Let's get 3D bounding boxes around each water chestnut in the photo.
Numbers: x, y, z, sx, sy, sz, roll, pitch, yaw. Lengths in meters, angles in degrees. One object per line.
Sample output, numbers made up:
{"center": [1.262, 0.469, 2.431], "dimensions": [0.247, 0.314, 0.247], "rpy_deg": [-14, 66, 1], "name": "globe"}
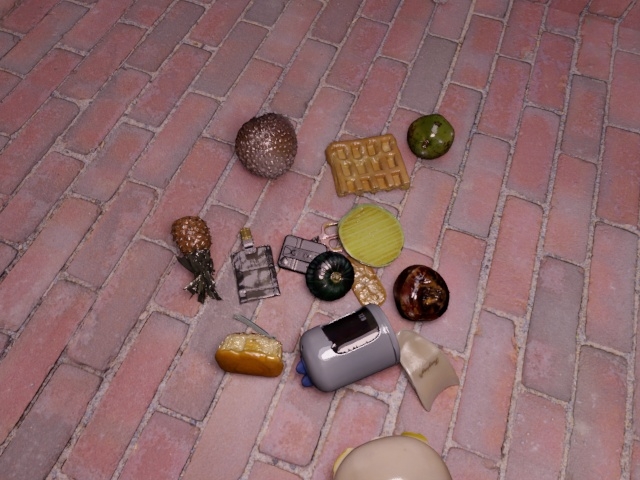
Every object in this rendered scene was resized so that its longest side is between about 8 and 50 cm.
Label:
{"center": [0.386, 0.206, 1.627], "dimensions": [0.223, 0.238, 0.224], "rpy_deg": [1, 88, -28], "name": "water chestnut"}

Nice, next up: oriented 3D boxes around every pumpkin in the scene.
{"center": [0.040, 0.139, 1.675], "dimensions": [0.202, 0.140, 0.202], "rpy_deg": [-2, 94, -26], "name": "pumpkin"}

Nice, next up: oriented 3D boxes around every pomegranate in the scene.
{"center": [0.512, -0.490, 1.997], "dimensions": [0.214, 0.214, 0.248], "rpy_deg": [21, 33, 8], "name": "pomegranate"}

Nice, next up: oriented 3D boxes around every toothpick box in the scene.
{"center": [0.082, 0.402, 1.530], "dimensions": [0.354, 0.263, 0.263], "rpy_deg": [-20, 67, -10], "name": "toothpick box"}

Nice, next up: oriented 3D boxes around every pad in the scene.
{"center": [-0.268, 0.134, 1.752], "dimensions": [0.174, 0.022, 0.233], "rpy_deg": [-12, 66, -7], "name": "pad"}

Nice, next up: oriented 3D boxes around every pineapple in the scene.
{"center": [-0.485, 0.078, 1.697], "dimensions": [0.165, 0.165, 0.365], "rpy_deg": [-17, 67, -10], "name": "pineapple"}

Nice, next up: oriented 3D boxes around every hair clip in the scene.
{"center": [0.372, 0.451, 1.571], "dimensions": [0.172, 0.113, 0.282], "rpy_deg": [-33, 71, -16], "name": "hair clip"}

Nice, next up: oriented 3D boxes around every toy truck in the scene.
{"center": [-0.303, 0.000, 1.778], "dimensions": [0.052, 0.063, 0.123], "rpy_deg": [-14, 39, -9], "name": "toy truck"}

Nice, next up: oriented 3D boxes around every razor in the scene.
{"center": [-0.253, 0.336, 1.649], "dimensions": [0.191, 0.037, 0.068], "rpy_deg": [32, 109, 17], "name": "razor"}

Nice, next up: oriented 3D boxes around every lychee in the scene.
{"center": [-0.225, -0.416, 1.878], "dimensions": [0.299, 0.300, 0.300], "rpy_deg": [1, 64, -1], "name": "lychee"}

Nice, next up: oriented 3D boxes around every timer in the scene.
{"center": [-0.072, 0.063, 1.761], "dimensions": [0.187, 0.055, 0.144], "rpy_deg": [15, 76, 4], "name": "timer"}

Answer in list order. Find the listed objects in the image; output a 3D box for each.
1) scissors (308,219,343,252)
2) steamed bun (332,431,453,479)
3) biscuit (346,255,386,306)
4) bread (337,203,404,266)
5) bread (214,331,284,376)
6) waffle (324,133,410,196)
{"center": [0.000, 0.000, 1.823], "dimensions": [0.317, 0.024, 0.160], "rpy_deg": [-16, 66, -9], "name": "scissors"}
{"center": [0.220, 0.773, 1.305], "dimensions": [0.373, 0.334, 0.334], "rpy_deg": [-11, 65, -6], "name": "steamed bun"}
{"center": [0.175, 0.163, 1.748], "dimensions": [0.118, 0.029, 0.247], "rpy_deg": [-25, 68, -12], "name": "biscuit"}
{"center": [0.217, -0.022, 1.816], "dimensions": [0.301, 0.045, 0.301], "rpy_deg": [4, 62, -8], "name": "bread"}
{"center": [-0.250, 0.415, 1.542], "dimensions": [0.245, 0.174, 0.121], "rpy_deg": [5, 44, -1], "name": "bread"}
{"center": [0.214, -0.347, 1.968], "dimensions": [0.348, 0.077, 0.304], "rpy_deg": [-10, 64, -6], "name": "waffle"}
